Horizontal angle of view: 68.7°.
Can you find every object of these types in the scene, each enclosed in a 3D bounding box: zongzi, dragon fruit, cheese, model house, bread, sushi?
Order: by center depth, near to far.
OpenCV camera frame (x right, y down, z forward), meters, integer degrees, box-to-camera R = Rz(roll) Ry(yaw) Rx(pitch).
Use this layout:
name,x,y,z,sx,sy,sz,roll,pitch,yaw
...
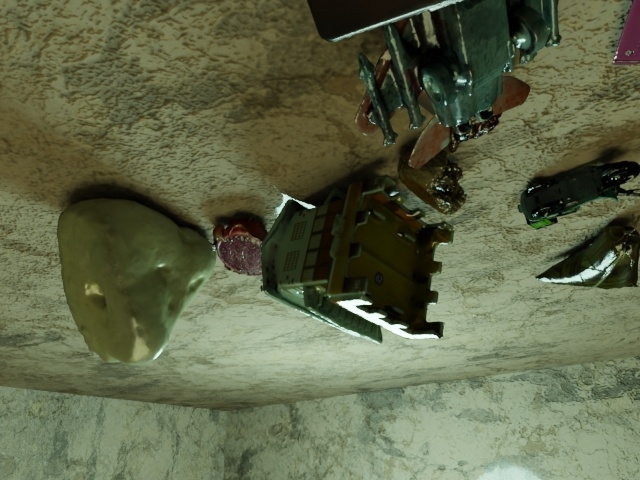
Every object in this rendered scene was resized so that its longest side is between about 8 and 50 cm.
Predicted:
name,x,y,z,sx,sy,sz,roll,pitch,yaw
sushi,0.181,-0.143,0.545,0.051,0.047,0.099,13,148,-22
bread,0.149,-0.087,0.628,0.060,0.082,0.113,-52,143,4
model house,0.055,0.039,0.715,0.224,0.198,0.215,29,151,-36
cheese,-0.301,0.029,0.763,0.174,0.251,0.247,-4,120,33
dragon fruit,-0.123,0.004,0.805,0.127,0.068,0.112,17,134,-8
zongzi,0.505,0.033,0.898,0.184,0.084,0.187,-4,148,28

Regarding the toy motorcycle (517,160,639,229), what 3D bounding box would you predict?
name,x,y,z,sx,sy,sz,roll,pitch,yaw
toy motorcycle,0.383,-0.070,0.698,0.100,0.058,0.173,14,151,-43

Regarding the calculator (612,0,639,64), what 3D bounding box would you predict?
name,x,y,z,sx,sy,sz,roll,pitch,yaw
calculator,0.378,-0.224,0.415,0.191,0.034,0.126,-10,151,13

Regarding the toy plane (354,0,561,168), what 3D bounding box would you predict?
name,x,y,z,sx,sy,sz,roll,pitch,yaw
toy plane,0.106,-0.198,0.367,0.223,0.104,0.326,-32,147,-1

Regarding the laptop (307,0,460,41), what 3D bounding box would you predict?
name,x,y,z,sx,sy,sz,roll,pitch,yaw
laptop,0.063,-0.221,0.275,0.207,0.026,0.153,-4,122,35
